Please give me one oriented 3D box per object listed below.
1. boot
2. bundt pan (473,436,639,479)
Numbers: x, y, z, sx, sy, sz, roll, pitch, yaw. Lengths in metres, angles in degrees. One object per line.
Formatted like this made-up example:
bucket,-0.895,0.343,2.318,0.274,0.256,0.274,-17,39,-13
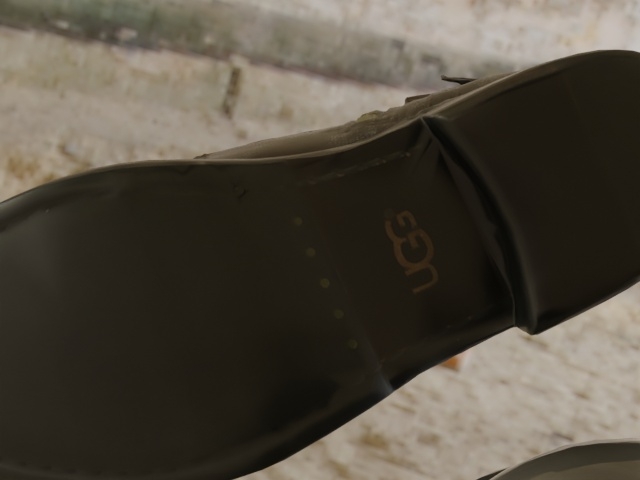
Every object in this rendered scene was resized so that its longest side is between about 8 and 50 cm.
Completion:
boot,0.000,0.000,0.537,0.263,0.091,0.229,-16,5,-2
bundt pan,0.052,0.190,0.344,0.124,0.331,0.331,12,17,0
